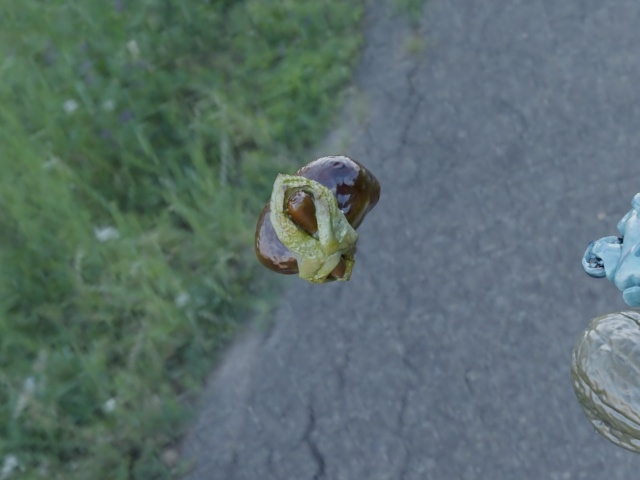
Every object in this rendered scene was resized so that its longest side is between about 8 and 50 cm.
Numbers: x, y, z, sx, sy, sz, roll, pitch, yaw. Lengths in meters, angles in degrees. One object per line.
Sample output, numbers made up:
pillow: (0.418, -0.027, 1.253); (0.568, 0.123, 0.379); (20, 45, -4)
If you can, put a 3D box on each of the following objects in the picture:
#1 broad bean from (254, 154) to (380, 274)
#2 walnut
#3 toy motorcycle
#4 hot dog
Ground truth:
broad bean: (-0.008, -0.028, 1.608); (0.165, 0.084, 0.114); (-47, 38, 4)
walnut: (0.425, 0.193, 1.830); (0.178, 0.178, 0.230); (-28, 45, -6)
toy motorcycle: (0.544, -0.003, 2.148); (0.260, 0.154, 0.206); (-38, 35, 0)
hot dog: (0.001, 0.000, 1.447); (0.078, 0.169, 0.061); (-47, 45, -12)
